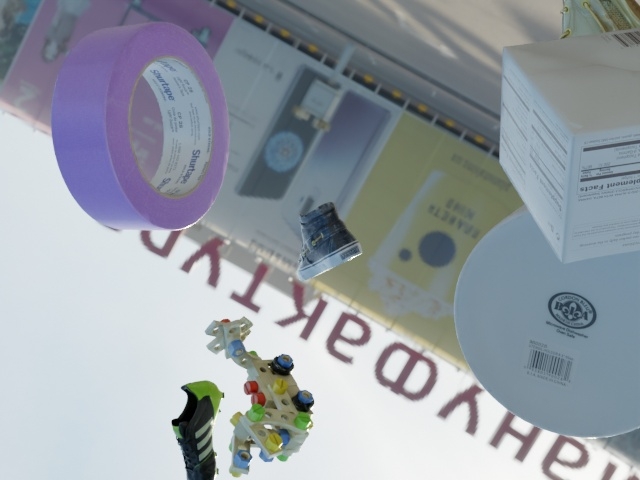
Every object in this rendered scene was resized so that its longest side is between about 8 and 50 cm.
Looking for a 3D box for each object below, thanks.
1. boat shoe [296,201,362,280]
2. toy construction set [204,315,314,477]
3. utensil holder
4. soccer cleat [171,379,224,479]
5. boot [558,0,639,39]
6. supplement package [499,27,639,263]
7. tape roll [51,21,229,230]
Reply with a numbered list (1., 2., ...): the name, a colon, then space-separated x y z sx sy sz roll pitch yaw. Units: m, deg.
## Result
1. boat shoe: 0.000 0.000 1.183 0.083 0.065 0.183 64 158 2
2. toy construction set: -0.127 0.309 1.730 0.215 0.151 0.327 2 -127 -35
3. utensil holder: 0.399 0.060 1.209 0.328 0.327 0.385 33 -154 21
4. soccer cleat: -0.186 0.294 1.260 0.072 0.178 0.060 9 172 -42
5. boot: 0.298 -0.232 1.068 0.262 0.203 0.095 49 -157 3
6. supplement package: 0.335 -0.108 0.862 0.262 0.145 0.204 -8 -145 -4
7. tape roll: -0.232 -0.150 1.158 0.090 0.274 0.275 0 176 26
